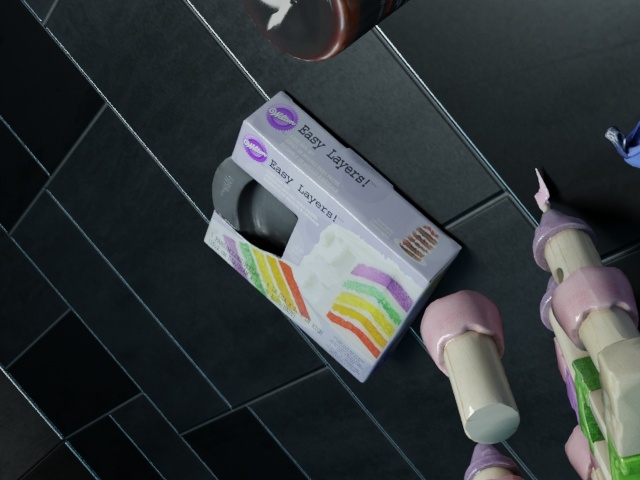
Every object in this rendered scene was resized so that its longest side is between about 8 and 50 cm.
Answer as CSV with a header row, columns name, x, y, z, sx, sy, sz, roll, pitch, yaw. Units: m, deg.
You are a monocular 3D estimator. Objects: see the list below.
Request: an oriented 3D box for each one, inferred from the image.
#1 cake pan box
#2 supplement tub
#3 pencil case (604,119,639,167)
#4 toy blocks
name,x,y,z,sx,sy,sz,roll,pitch,yaw
cake pan box,0.000,0.000,1.266,0.267,0.070,0.246,42,145,9
supplement tub,0.037,-0.220,0.866,0.106,0.198,0.106,31,143,27
pencil case,0.344,-0.005,0.801,0.306,0.133,0.119,46,121,2
toy blocks,0.253,0.117,1.005,0.260,0.309,0.289,-100,-5,-55
